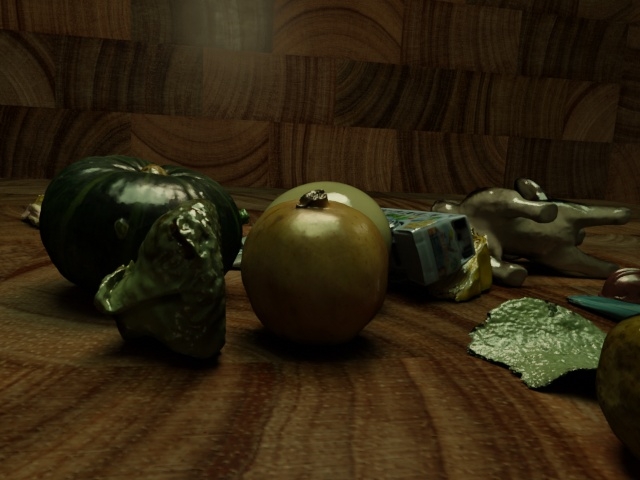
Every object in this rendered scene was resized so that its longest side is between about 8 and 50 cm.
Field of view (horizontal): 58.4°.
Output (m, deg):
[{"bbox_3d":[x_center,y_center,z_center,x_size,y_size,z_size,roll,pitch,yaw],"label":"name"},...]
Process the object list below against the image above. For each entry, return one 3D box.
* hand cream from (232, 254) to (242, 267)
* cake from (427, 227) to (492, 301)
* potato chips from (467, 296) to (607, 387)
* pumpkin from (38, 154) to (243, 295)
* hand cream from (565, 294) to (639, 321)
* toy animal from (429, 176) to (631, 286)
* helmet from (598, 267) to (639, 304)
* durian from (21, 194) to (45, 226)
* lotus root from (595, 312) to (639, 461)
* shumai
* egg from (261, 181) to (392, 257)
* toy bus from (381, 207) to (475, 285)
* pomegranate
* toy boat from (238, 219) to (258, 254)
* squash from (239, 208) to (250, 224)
[{"bbox_3d":[-0.080,0.039,1.097,0.195,0.042,0.067,-2,18,2],"label":"hand cream"},{"bbox_3d":[0.257,0.039,0.998,0.080,0.116,0.185,10,7,43],"label":"cake"},{"bbox_3d":[0.292,0.127,0.645,0.167,0.059,0.228,-8,19,-25],"label":"potato chips"},{"bbox_3d":[-0.266,-0.013,0.864,0.301,0.207,0.300,17,11,-3],"label":"pumpkin"},{"bbox_3d":[0.475,0.109,0.875,0.083,0.048,0.224,2,4,-10],"label":"hand cream"},{"bbox_3d":[0.430,-0.033,1.227,0.345,0.194,0.303,4,14,-29],"label":"toy animal"},{"bbox_3d":[0.553,0.077,1.009,0.111,0.057,0.089,5,8,9],"label":"helmet"},{"bbox_3d":[-0.700,-0.082,1.468,0.224,0.078,0.140,11,13,34],"label":"durian"},{"bbox_3d":[0.298,0.127,0.426,0.139,0.138,0.214,1,19,-14],"label":"lotus root"},{"bbox_3d":[-0.180,0.039,0.651,0.142,0.183,0.184,-5,11,-10],"label":"shumai"},{"bbox_3d":[0.000,0.000,0.909,0.242,0.185,0.186,-3,3,42],"label":"egg"},{"bbox_3d":[0.134,-0.003,1.059,0.136,0.108,0.330,-23,14,-19],"label":"toy bus"},{"bbox_3d":[-0.010,0.036,0.705,0.192,0.191,0.191,3,10,-1],"label":"pomegranate"},{"bbox_3d":[-0.110,0.001,1.314,0.221,0.066,0.291,8,22,30],"label":"toy boat"},{"bbox_3d":[-0.364,-0.058,1.362,0.396,0.107,0.107,-1,11,-24],"label":"squash"}]
